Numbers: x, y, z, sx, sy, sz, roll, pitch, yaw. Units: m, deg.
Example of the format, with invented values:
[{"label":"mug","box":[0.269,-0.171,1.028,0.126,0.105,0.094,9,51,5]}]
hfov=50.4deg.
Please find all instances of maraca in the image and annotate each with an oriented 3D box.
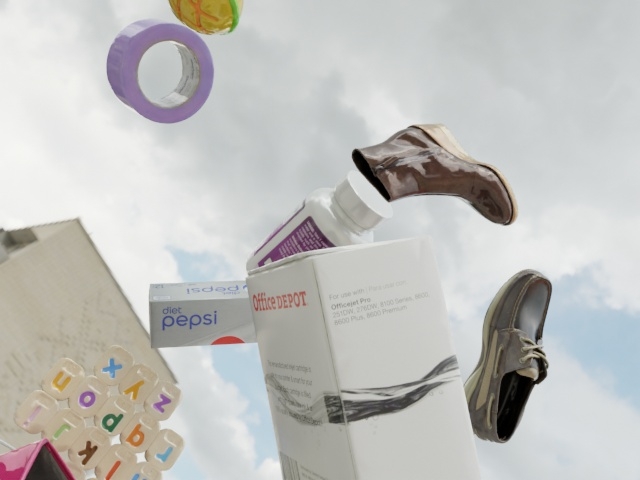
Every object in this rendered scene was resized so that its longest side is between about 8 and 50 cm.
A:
[{"label":"maraca","box":[-0.183,-0.363,1.000,0.186,0.099,0.127,25,-36,43]}]

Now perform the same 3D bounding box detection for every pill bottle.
[{"label":"pill bottle","box":[0.000,0.000,1.389,0.301,0.169,0.169,-42,-92,26]}]

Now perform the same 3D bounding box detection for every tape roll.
[{"label":"tape roll","box":[-0.305,-0.324,1.303,0.080,0.189,0.188,31,-38,48]}]

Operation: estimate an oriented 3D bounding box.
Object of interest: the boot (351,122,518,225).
[{"label":"boot","box":[0.193,-0.092,1.157,0.248,0.207,0.090,52,-33,23]}]

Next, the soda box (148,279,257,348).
[{"label":"soda box","box":[-0.174,0.135,1.274,0.091,0.287,0.097,-128,-140,-67]}]

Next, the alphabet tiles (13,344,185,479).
[{"label":"alphabet tiles","box":[-0.394,0.345,1.229,0.284,0.278,0.021,38,-27,-9]}]

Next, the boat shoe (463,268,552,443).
[{"label":"boat shoe","box":[0.390,0.235,1.336,0.130,0.133,0.355,26,-79,60]}]

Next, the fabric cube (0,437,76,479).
[{"label":"fabric cube","box":[-0.461,0.472,0.907,0.258,0.259,0.254,-21,-71,5]}]

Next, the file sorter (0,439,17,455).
[{"label":"file sorter","box":[-0.736,0.537,1.408,0.278,0.192,0.173,-28,-60,36]}]

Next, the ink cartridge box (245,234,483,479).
[{"label":"ink cartridge box","box":[0.046,0.208,0.865,0.285,0.166,0.394,161,-82,-68]}]
